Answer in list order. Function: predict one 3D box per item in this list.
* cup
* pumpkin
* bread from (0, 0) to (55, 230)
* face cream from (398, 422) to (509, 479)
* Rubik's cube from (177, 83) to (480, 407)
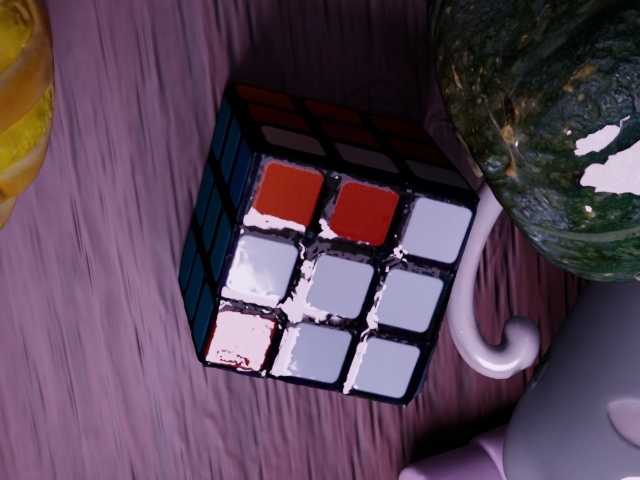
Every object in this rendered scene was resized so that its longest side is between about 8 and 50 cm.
[{"bbox_3d":[0.242,0.087,1.048,0.356,0.259,0.274,33,82,-3],"label":"cup"},{"bbox_3d":[0.185,-0.137,0.931,0.263,0.293,0.197,-30,153,11],"label":"pumpkin"},{"bbox_3d":[-0.328,-0.086,0.947,0.333,0.160,0.333,-4,114,-9],"label":"bread"},{"bbox_3d":[0.201,0.185,1.206,0.273,0.096,0.154,-14,112,-19],"label":"face cream"},{"bbox_3d":[0.000,0.000,1.043,0.163,0.160,0.162,13,108,-16],"label":"Rubik's cube"}]
